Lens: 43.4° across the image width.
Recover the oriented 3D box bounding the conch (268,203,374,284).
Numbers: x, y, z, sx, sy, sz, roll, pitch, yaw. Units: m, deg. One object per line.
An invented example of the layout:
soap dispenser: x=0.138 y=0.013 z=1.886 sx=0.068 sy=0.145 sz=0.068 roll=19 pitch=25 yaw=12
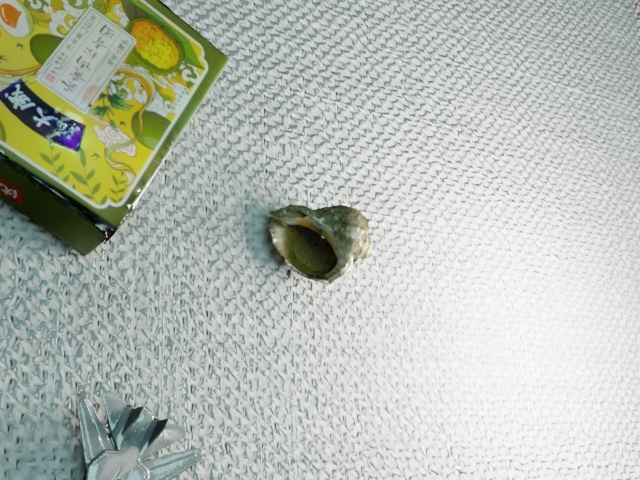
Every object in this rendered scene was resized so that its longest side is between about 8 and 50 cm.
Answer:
conch: x=0.000 y=0.000 z=1.455 sx=0.207 sy=0.130 sz=0.155 roll=20 pitch=49 yaw=-12

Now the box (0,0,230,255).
box: x=-0.396 y=-0.248 z=1.264 sx=0.373 sy=0.138 sz=0.420 roll=38 pitch=57 yaw=-18

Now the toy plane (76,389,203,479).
toy plane: x=-0.305 y=0.365 z=1.155 sx=0.212 sy=0.088 sz=0.267 roll=32 pitch=67 yaw=-20
